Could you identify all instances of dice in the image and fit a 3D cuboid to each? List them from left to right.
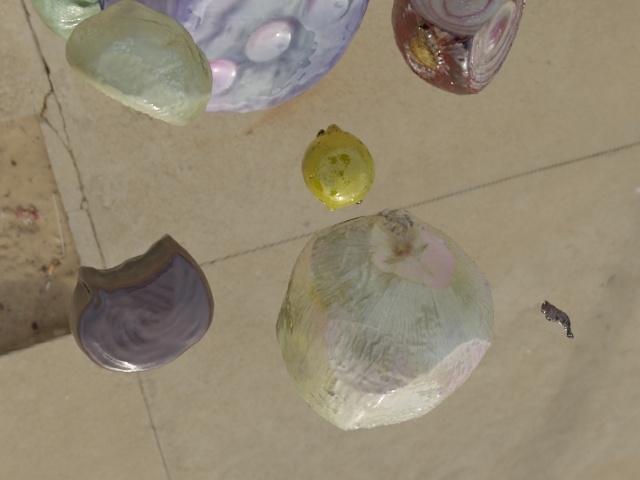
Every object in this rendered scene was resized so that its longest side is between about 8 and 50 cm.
[{"bbox_3d":[-0.114,-0.343,0.942,0.270,0.270,0.271,-11,151,-34],"label":"dice"}]

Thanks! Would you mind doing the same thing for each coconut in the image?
[{"bbox_3d":[0.092,0.098,1.022,0.297,0.297,0.254,1,143,-29],"label":"coconut"}]

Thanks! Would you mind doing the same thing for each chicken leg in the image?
[{"bbox_3d":[0.420,0.136,1.308,0.083,0.036,0.021,43,141,-10],"label":"chicken leg"}]

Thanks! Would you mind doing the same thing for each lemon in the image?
[{"bbox_3d":[0.042,-0.175,1.780,0.173,0.173,0.206,-18,100,-16],"label":"lemon"}]

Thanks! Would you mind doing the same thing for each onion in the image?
[{"bbox_3d":[0.222,-0.372,1.285,0.216,0.206,0.207,-45,154,-24],"label":"onion"}]

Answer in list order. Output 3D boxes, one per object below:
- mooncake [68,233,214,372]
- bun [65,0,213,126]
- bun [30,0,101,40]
[{"bbox_3d":[-0.409,0.147,1.752,0.326,0.174,0.334,11,103,-34],"label":"mooncake"},{"bbox_3d":[-0.099,-0.105,0.429,0.086,0.086,0.055,24,103,-39],"label":"bun"},{"bbox_3d":[-0.339,-0.388,1.105,0.195,0.118,0.195,15,90,-70],"label":"bun"}]
